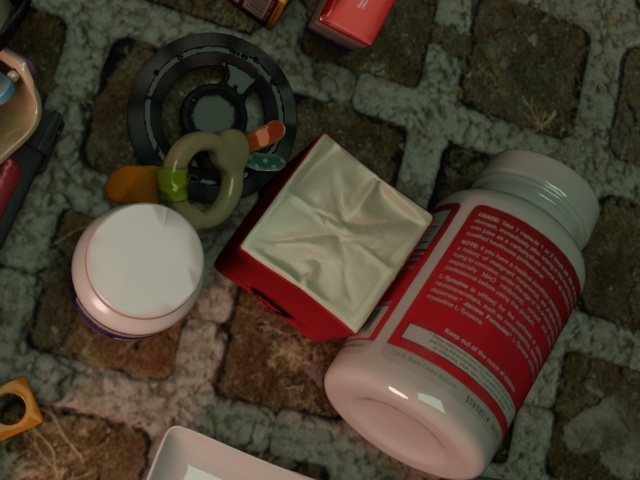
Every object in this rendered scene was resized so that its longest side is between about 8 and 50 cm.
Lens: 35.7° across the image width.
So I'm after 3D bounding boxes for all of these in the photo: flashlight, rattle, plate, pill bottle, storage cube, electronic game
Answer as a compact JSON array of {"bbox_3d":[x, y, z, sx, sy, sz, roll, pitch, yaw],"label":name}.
[{"bbox_3d":[-0.422,-0.039,1.218,0.103,0.103,0.304,22,78,-8],"label":"flashlight"},{"bbox_3d":[-0.155,-0.094,1.297,0.130,0.143,0.199,55,52,-17],"label":"rattle"},{"bbox_3d":[-0.121,0.410,1.263,0.278,0.045,0.277,24,77,-11],"label":"plate"},{"bbox_3d":[0.199,0.083,1.288,0.229,0.229,0.407,39,65,-7],"label":"pill bottle"},{"bbox_3d":[0.000,0.000,1.279,0.184,0.193,0.215,38,75,-7],"label":"storage cube"},{"bbox_3d":[-0.218,0.039,1.176,0.153,0.265,0.153,2,81,-15],"label":"pill bottle"},{"bbox_3d":[-0.144,-0.166,1.338,0.229,0.048,0.229,0,89,-11],"label":"electronic game"}]

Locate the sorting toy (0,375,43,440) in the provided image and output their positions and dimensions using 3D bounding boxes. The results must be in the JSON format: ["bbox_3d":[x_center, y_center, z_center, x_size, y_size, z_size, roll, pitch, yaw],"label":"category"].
[{"bbox_3d":[-0.508,0.252,1.182,0.348,0.047,0.195,-11,89,-16],"label":"sorting toy"}]

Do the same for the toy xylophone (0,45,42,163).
[{"bbox_3d":[-0.476,-0.108,1.156,0.236,0.081,0.322,23,67,35],"label":"toy xylophone"}]

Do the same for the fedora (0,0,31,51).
[{"bbox_3d":[-0.494,-0.239,1.110,0.334,0.334,0.152,-48,127,-16],"label":"fedora"}]

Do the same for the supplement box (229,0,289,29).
[{"bbox_3d":[-0.041,-0.400,1.371,0.081,0.104,0.188,35,74,-8],"label":"supplement box"}]

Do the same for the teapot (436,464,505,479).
[{"bbox_3d":[0.167,0.388,1.253,0.252,0.256,0.187,-45,81,-2],"label":"teapot"}]

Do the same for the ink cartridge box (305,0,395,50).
[{"bbox_3d":[0.053,-0.328,1.306,0.078,0.231,0.134,26,95,-10],"label":"ink cartridge box"}]
